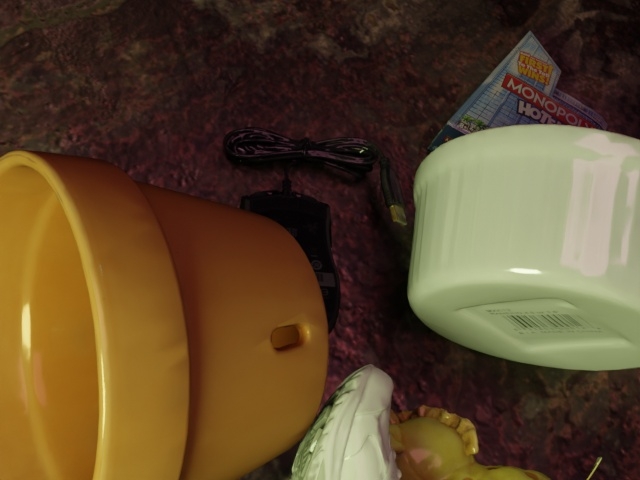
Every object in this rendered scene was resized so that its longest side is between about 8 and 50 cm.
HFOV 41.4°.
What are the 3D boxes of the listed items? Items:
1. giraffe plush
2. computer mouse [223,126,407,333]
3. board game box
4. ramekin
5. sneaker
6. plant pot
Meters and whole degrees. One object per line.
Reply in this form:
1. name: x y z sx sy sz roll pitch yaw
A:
1. giraffe plush: 0.109 0.223 0.720 0.170 0.181 0.210 32 68 23
2. computer mouse: 0.000 0.000 0.839 0.184 0.060 0.262 1 53 -14
3. board game box: 0.249 -0.143 0.990 0.194 0.060 0.194 29 60 -4
4. ramekin: 0.213 0.022 0.782 0.277 0.277 0.135 17 69 -10
5. sneaker: 0.032 0.206 0.632 0.115 0.090 0.232 23 56 -7
6. plant pot: -0.132 0.081 0.644 0.204 0.291 0.290 -2 65 -39
